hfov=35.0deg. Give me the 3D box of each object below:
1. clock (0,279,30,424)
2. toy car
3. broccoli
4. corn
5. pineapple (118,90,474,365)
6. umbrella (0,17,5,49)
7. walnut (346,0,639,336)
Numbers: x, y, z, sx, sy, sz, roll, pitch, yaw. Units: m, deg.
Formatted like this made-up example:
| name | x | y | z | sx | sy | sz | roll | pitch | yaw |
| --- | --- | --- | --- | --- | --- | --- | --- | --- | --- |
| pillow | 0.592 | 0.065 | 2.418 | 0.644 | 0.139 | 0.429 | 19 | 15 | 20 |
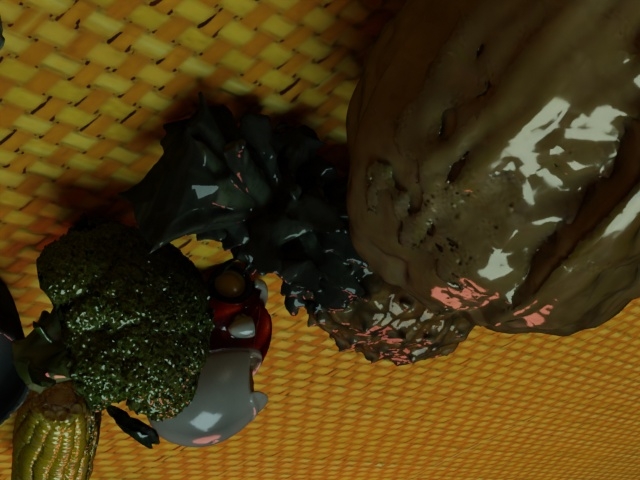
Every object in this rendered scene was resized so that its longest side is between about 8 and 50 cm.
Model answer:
| name | x | y | z | sx | sy | sz | roll | pitch | yaw |
| --- | --- | --- | --- | --- | --- | --- | --- | --- | --- |
| clock | -0.324 | 0.084 | 0.637 | 0.280 | 0.055 | 0.281 | -14 | 152 | -8 |
| toy car | -0.095 | 0.095 | 0.735 | 0.139 | 0.112 | 0.112 | -9 | 152 | -18 |
| broccoli | -0.122 | 0.050 | 0.599 | 0.120 | 0.130 | 0.131 | -24 | 111 | 10 |
| corn | -0.223 | 0.172 | 0.851 | 0.072 | 0.072 | 0.203 | -7 | 150 | -21 |
| pineapple | -0.001 | -0.001 | 0.614 | 0.128 | 0.128 | 0.248 | -33 | 145 | 28 |
| umbrella | -0.194 | -0.068 | 0.429 | 0.143 | 0.062 | 0.067 | -20 | 122 | 19 |
| walnut | 0.116 | -0.061 | 0.494 | 0.198 | 0.198 | 0.245 | 1 | 131 | -33 |
